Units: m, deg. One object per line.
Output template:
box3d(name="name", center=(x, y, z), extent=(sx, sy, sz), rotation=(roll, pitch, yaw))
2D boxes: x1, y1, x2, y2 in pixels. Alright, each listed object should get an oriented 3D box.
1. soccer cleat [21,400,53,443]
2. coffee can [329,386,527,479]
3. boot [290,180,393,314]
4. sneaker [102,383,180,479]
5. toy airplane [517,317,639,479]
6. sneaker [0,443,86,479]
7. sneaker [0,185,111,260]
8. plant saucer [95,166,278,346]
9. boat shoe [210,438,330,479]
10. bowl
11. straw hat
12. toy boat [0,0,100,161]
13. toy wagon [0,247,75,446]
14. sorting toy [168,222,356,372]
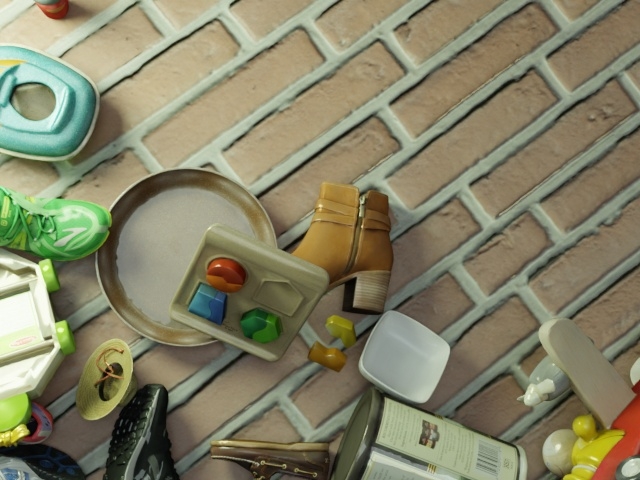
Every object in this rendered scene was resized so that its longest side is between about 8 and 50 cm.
box3d(name="soccer cleat", center=(-0.560, 0.273, 1.704), extent=(0.248, 0.095, 0.083), rotation=(20, 81, -4))
box3d(name="coffee can", center=(0.174, 0.387, 1.722), extent=(0.276, 0.201, 0.201), rotation=(22, 81, -4))
box3d(name="boot", center=(0.000, 0.000, 1.779), extent=(0.284, 0.109, 0.220), rotation=(10, 76, -19))
box3d(name="sneaker", center=(-0.287, 0.385, 1.737), extent=(0.124, 0.107, 0.283), rotation=(24, 72, -32))
box3d(name="toy airplane", center=(0.503, 0.329, 1.764), extent=(0.384, 0.272, 0.385), rotation=(7, 70, -44))
box3d(name="sneaker", center=(-0.493, 0.384, 1.718), extent=(0.211, 0.080, 0.081), rotation=(18, 105, -5))
box3d(name="sneaker", center=(-0.497, -0.029, 1.724), extent=(0.296, 0.123, 0.109), rotation=(6, 86, 1))
box3d(name="plant saucer", center=(-0.230, 0.028, 1.796), extent=(0.311, 0.050, 0.310), rotation=(1, 84, -7))
box3d(name="boat shoe", center=(-0.085, 0.374, 1.758), extent=(0.207, 0.073, 0.073), rotation=(5, 81, -6))
box3d(name="bowl", center=(0.139, 0.208, 1.799), extent=(0.142, 0.053, 0.142), rotation=(32, 57, -2))
box3d(name="straw hat", center=(-0.342, 0.242, 1.746), extent=(0.061, 0.144, 0.144), rotation=(36, 78, -42))
box3d(name="toy boat", center=(-0.494, -0.301, 1.755), extent=(0.268, 0.148, 0.318), rotation=(14, 82, -5))
box3d(name="toy wagon", center=(-0.535, 0.180, 1.677), extent=(0.267, 0.068, 0.344), rotation=(-18, 65, -8))
box3d(name="sorting toy", center=(-0.078, 0.114, 1.690), extent=(0.307, 0.229, 0.041), rotation=(24, 41, -7))
